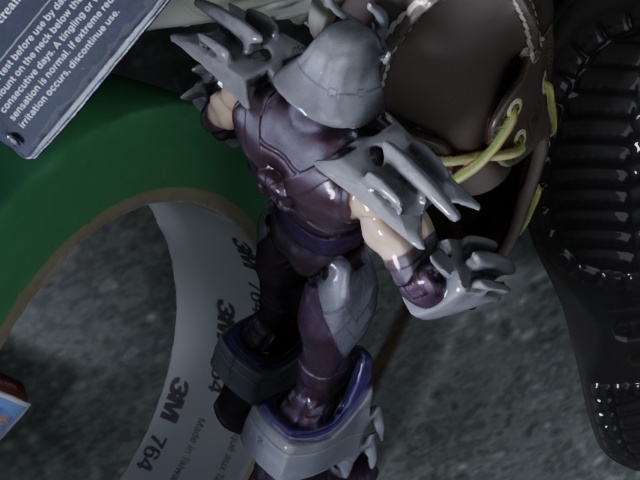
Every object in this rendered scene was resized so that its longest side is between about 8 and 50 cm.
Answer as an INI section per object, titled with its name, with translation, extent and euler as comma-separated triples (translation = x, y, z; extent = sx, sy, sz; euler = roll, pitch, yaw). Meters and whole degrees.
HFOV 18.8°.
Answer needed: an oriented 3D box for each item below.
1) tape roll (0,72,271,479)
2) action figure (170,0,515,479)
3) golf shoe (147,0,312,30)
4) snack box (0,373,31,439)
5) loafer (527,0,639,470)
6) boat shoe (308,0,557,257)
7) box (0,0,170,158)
[tape roll]
translation = -0.121, 0.078, 0.972
extent = 0.321, 0.077, 0.321
euler = -30, 130, -44
[action figure]
translation = 0.000, 0.000, 0.889
extent = 0.099, 0.185, 0.285
euler = -19, 142, -26
[golf shoe]
translation = -0.012, -0.140, 0.932
extent = 0.306, 0.115, 0.140
euler = -21, 138, -11
[snack box]
translation = -0.243, 0.078, 1.046
extent = 0.064, 0.022, 0.178
euler = -48, 134, 13
[loafer]
translation = 0.193, -0.019, 1.157
extent = 0.134, 0.130, 0.366
euler = -1, 131, 10
[boat shoe]
translation = 0.064, -0.064, 0.950
extent = 0.117, 0.096, 0.324
euler = -19, 163, -4
[box]
translation = -0.149, -0.151, 0.755
extent = 0.207, 0.153, 0.108
euler = 39, 105, -9
